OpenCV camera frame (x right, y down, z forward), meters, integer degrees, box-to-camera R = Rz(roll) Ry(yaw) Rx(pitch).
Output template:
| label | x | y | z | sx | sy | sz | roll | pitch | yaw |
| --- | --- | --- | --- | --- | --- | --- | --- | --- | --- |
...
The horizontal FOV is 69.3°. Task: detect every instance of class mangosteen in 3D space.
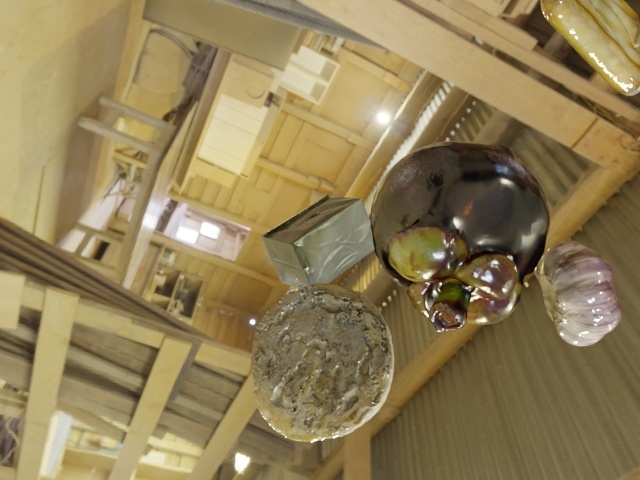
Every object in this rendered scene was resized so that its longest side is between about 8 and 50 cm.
| label | x | y | z | sx | sy | sz | roll | pitch | yaw |
| --- | --- | --- | --- | --- | --- | --- | --- | --- | --- |
| mangosteen | 0.193 | -0.004 | 0.689 | 0.233 | 0.287 | 0.288 | 17 | -96 | 40 |

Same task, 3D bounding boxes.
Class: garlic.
| label | x | y | z | sx | sy | sz | roll | pitch | yaw |
| --- | --- | --- | --- | --- | --- | --- | --- | --- | --- |
| garlic | 0.403 | 0.077 | 0.720 | 0.147 | 0.102 | 0.159 | 68 | 13 | -48 |

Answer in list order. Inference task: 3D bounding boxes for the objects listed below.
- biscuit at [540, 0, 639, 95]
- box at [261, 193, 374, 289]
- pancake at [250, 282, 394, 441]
| label | x | y | z | sx | sy | sz | roll | pitch | yaw |
| --- | --- | --- | --- | --- | --- | --- | --- | --- | --- |
| biscuit | 0.530 | -0.435 | 0.902 | 0.062 | 0.290 | 0.237 | -28 | -140 | 52 |
| box | 0.000 | 0.000 | 1.170 | 0.231 | 0.155 | 0.149 | -33 | -155 | -27 |
| pancake | -0.003 | 0.190 | 0.768 | 0.282 | 0.049 | 0.282 | -16 | -128 | 21 |
